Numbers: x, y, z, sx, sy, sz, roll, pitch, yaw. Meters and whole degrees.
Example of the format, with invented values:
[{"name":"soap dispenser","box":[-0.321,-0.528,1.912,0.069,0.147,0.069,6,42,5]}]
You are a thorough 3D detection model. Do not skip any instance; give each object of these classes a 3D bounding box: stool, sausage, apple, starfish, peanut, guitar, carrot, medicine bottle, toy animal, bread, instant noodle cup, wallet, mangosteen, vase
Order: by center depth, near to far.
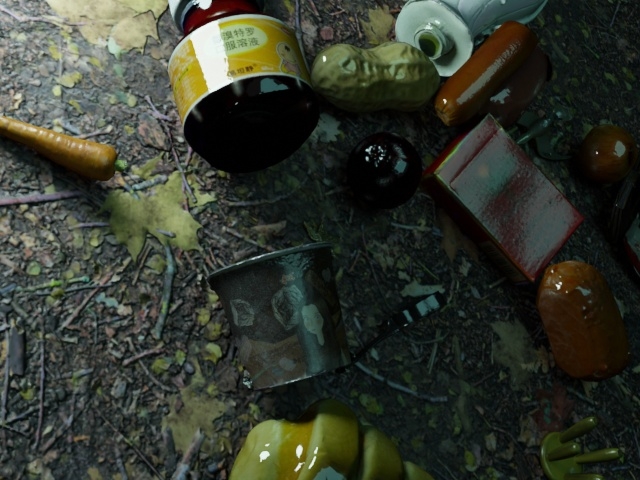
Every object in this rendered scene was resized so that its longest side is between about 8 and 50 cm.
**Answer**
[{"name":"bread","box":[0.027,0.408,1.491,0.341,0.210,0.300,47,49,-7]},{"name":"carrot","box":[-0.434,-0.151,1.528,0.257,0.061,0.061,18,60,-16]},{"name":"instant noodle cup","box":[-0.057,0.127,1.567,0.217,0.217,0.207,-12,83,-37]},{"name":"medicine bottle","box":[-0.166,-0.336,1.687,0.242,0.242,0.395,-4,60,-36]},{"name":"guitar","box":[0.123,0.167,1.758,0.271,0.084,0.038,-29,84,-33]},{"name":"starfish","box":[0.000,0.000,1.779,0.086,0.016,0.092,27,59,-20]},{"name":"mangosteen","box":[0.125,-0.132,1.853,0.152,0.152,0.152,15,62,-29]},{"name":"stool","box":[0.504,0.420,1.873,0.135,0.110,0.134,14,61,-31]},{"name":"peanut","box":[0.111,-0.327,1.924,0.313,0.149,0.149,-7,73,-32]},{"name":"sausage","box":[0.537,0.164,1.969,0.141,0.153,0.268,-33,104,-43]},{"name":"sausage","box":[0.344,-0.352,1.986,0.089,0.083,0.300,31,70,33]},{"name":"sausage","box":[0.405,-0.340,2.115,0.152,0.152,0.279,48,61,-7]},{"name":"vase","box":[0.353,-0.545,2.138,0.250,0.250,0.445,49,56,-7]},{"name":"toy animal","box":[0.494,-0.262,2.186,0.155,0.095,0.219,-35,90,-44]},{"name":"apple","box":[0.675,-0.200,2.247,0.146,0.146,0.146,15,62,-29]},{"name":"wallet","box":[0.732,-0.105,2.274,0.042,0.124,0.230,19,50,25]}]

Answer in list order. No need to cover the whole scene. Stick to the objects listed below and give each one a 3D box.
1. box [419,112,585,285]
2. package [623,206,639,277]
[{"name":"box","box":[0.377,-0.084,1.997,0.313,0.089,0.197,46,71,-9]},{"name":"package","box":[0.784,0.001,2.299,0.154,0.030,0.239,56,46,-12]}]
